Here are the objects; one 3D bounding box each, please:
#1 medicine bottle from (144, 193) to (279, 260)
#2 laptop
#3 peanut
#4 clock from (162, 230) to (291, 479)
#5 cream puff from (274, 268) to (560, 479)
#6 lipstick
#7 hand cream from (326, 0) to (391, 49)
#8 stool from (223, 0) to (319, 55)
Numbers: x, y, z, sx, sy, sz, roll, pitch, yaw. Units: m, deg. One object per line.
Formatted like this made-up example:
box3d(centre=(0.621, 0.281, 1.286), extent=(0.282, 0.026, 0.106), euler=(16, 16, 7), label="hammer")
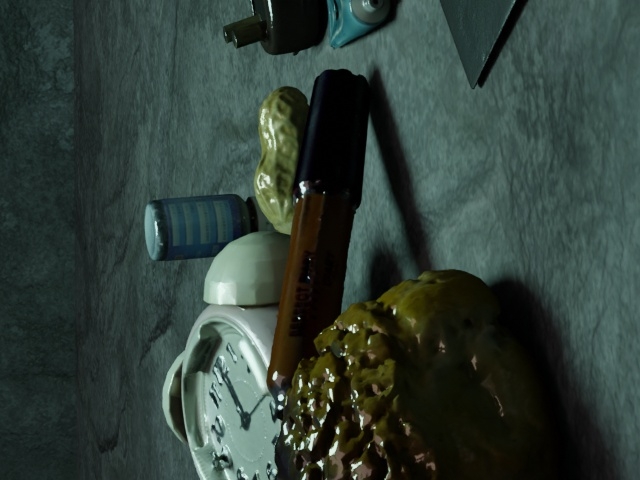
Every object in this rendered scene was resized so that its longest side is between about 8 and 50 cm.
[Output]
box3d(centre=(-0.125, -0.021, 2.120), extent=(0.083, 0.203, 0.083), euler=(174, 90, -73), label="medicine bottle")
box3d(centre=(0.154, -0.247, 1.495), extent=(0.197, 0.016, 0.135), euler=(113, 147, -58), label="laptop")
box3d(centre=(-0.040, -0.096, 2.020), extent=(0.083, 0.093, 0.194), euler=(134, 128, -85), label="peanut")
box3d(centre=(-0.047, 0.190, 1.856), extent=(0.326, 0.184, 0.342), euler=(55, 136, 29), label="clock")
box3d(centre=(0.075, 0.203, 1.502), extent=(0.327, 0.231, 0.343), euler=(-158, 65, -74), label="cream puff")
box3d(centre=(0.000, 0.000, 1.738), extent=(0.077, 0.077, 0.418), euler=(117, 163, -59), label="lipstick")
box3d(centre=(0.034, -0.265, 1.834), extent=(0.224, 0.048, 0.083), euler=(-167, 70, -77), label="hand cream")
box3d(centre=(-0.059, -0.315, 1.986), extent=(0.125, 0.121, 0.217), euler=(-110, 18, -45), label="stool")
